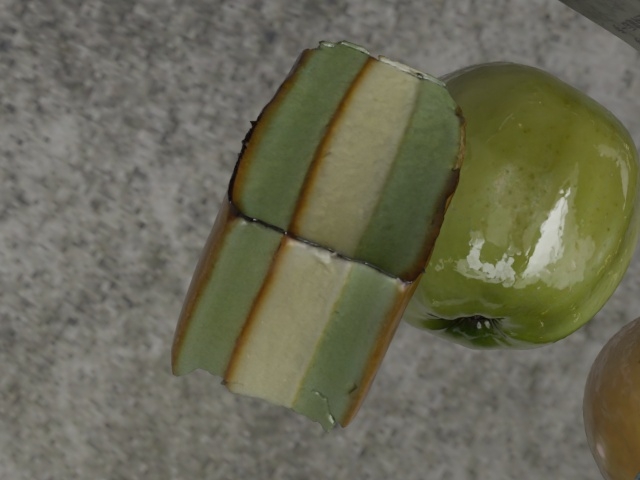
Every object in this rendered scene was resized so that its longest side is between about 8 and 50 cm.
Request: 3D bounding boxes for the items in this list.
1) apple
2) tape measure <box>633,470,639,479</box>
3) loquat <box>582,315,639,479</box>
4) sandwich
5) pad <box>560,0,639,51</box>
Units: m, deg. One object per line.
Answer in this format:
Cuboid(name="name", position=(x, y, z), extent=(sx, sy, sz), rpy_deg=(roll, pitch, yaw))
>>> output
Cuboid(name="apple", position=(0.176, -0.028, 1.641), extent=(0.279, 0.279, 0.279), rpy_deg=(-17, 118, -34))
Cuboid(name="tape measure", position=(0.252, 0.164, 0.920), extent=(0.182, 0.181, 0.107), rpy_deg=(34, 54, -40))
Cuboid(name="loquat", position=(0.475, 0.231, 2.051), extent=(0.328, 0.328, 0.359), rpy_deg=(51, 31, -41))
Cuboid(name="sandwich", position=(0.000, 0.000, 1.306), extent=(0.227, 0.155, 0.198), rpy_deg=(-65, 178, -47))
Cuboid(name="pad", position=(0.161, -0.102, 0.752), extent=(0.159, 0.265, 0.009), rpy_deg=(31, 87, -6))
